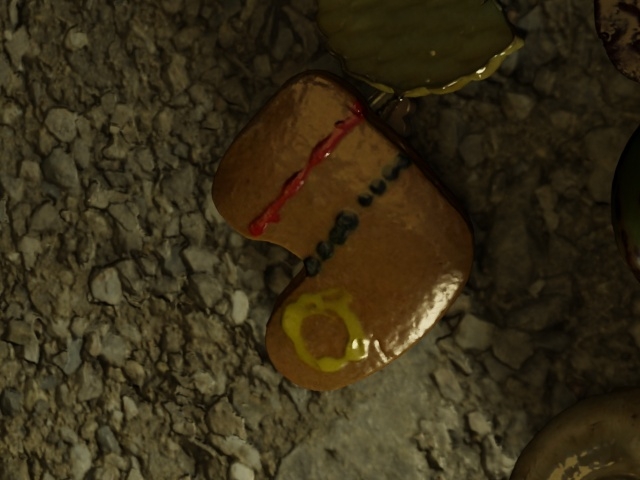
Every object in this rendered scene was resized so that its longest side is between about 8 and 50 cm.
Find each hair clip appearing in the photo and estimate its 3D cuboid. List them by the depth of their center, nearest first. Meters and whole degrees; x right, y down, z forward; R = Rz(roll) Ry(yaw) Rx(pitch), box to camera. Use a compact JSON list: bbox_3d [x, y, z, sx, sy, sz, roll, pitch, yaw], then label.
[{"bbox_3d":[0.086,-0.157,1.146,0.214,0.056,0.062,-50,46,14],"label":"hair clip"}]

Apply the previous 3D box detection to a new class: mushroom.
[{"bbox_3d":[0.280,0.243,1.008,0.255,0.184,0.255,-4,83,37],"label":"mushroom"}]

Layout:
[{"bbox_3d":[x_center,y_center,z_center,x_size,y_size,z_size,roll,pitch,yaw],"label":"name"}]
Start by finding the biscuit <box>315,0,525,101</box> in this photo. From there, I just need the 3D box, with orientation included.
[{"bbox_3d":[0.075,-0.244,1.118,0.187,0.036,0.273,-28,64,26],"label":"biscuit"}]

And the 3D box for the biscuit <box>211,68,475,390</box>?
[{"bbox_3d":[0.000,0.001,1.151,0.262,0.052,0.277,-40,93,23],"label":"biscuit"}]

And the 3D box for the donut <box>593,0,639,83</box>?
[{"bbox_3d":[0.309,-0.202,1.031,0.140,0.059,0.140,2,95,25],"label":"donut"}]

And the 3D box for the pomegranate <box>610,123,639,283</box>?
[{"bbox_3d":[0.380,-0.042,0.909,0.306,0.242,0.242,-25,83,24],"label":"pomegranate"}]
